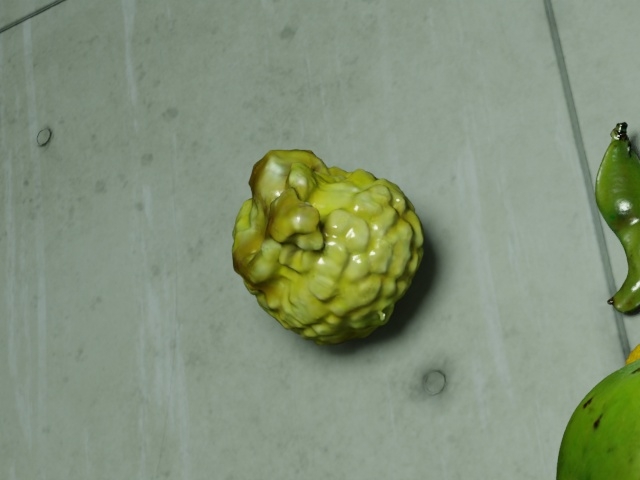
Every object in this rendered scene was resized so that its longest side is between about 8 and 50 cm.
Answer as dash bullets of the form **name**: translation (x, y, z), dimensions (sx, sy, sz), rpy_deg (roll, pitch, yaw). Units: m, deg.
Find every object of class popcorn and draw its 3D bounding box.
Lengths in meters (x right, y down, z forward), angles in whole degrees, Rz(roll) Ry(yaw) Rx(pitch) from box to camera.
- **popcorn**: translation (0.000, 0.000, 1.743), dimensions (0.206, 0.251, 0.237), rpy_deg (-49, 56, -2)

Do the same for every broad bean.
- **broad bean**: translation (0.333, -0.027, 1.658), dimensions (0.070, 0.048, 0.213), rpy_deg (-11, 67, 28)

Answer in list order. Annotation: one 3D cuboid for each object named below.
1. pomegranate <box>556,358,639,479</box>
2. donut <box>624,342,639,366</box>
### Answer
- **pomegranate**: translation (0.363, 0.201, 1.332), dimensions (0.341, 0.260, 0.260), rpy_deg (-36, 54, 4)
- **donut**: translation (0.391, 0.128, 1.489), dimensions (0.259, 0.152, 0.101), rpy_deg (-18, 54, 24)
